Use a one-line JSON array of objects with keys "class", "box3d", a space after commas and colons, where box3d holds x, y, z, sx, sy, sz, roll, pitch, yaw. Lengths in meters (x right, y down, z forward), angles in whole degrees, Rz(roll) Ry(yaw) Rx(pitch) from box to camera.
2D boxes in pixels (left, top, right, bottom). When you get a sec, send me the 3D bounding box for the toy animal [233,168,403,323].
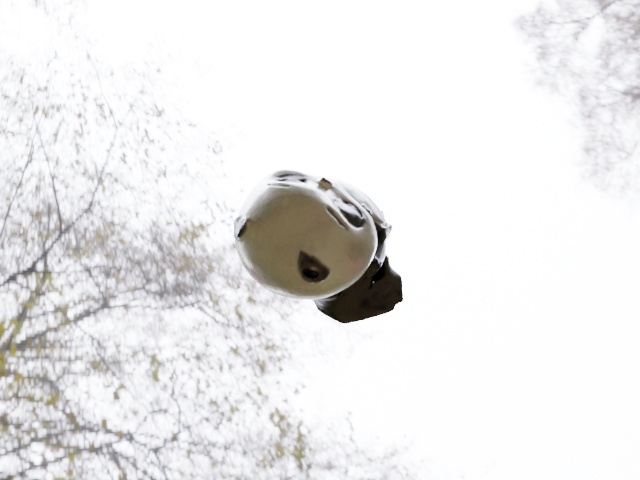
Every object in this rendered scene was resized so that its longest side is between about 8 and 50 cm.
[{"class": "toy animal", "box3d": [0.000, 0.000, 1.055, 0.166, 0.179, 0.138, 26, -91, 21]}]
